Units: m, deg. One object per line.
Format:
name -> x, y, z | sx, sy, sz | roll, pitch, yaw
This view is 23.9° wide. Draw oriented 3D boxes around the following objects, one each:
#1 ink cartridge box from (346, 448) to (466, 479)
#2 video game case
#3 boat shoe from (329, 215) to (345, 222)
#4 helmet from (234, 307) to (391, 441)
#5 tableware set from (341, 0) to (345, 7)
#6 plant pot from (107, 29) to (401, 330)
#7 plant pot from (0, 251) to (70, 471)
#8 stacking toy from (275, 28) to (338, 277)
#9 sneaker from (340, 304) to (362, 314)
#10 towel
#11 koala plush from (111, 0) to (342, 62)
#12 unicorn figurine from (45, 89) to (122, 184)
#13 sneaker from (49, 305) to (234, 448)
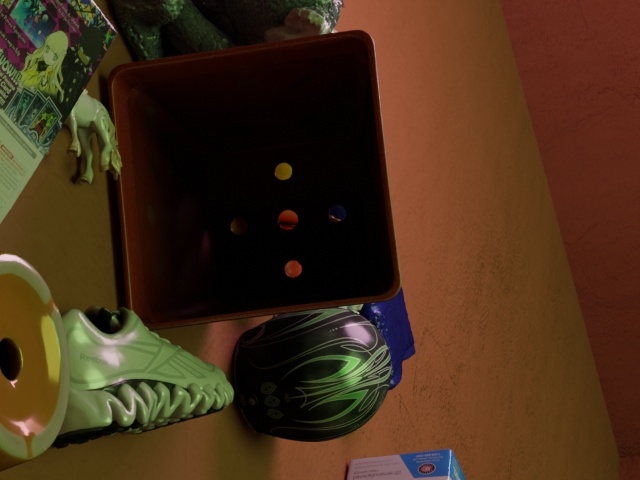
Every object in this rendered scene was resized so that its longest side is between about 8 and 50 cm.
ink cartridge box -> 0.104, 0.378, 1.947 | 0.203, 0.148, 0.086 | -79, 153, -47
video game case -> -0.268, -0.146, 1.153 | 0.210, 0.042, 0.232 | -62, 149, -18
boat shoe -> 0.000, 0.000, 1.852 | 0.064, 0.178, 0.060 | -21, 81, -32
helmet -> -0.002, 0.151, 1.729 | 0.169, 0.162, 0.169 | -9, 90, -71
tableware set -> -0.007, -0.441, 2.204 | 0.128, 0.039, 0.194 | -95, 170, -52
plant pot -> -0.052, -0.042, 1.572 | 0.236, 0.267, 0.267 | 48, 35, -78
plant pot -> -0.269, 0.084, 0.945 | 0.205, 0.188, 0.205 | -9, 90, -71
stacking toy -> -0.048, -0.094, 1.805 | 0.141, 0.141, 0.330 | 34, 56, -65
sneaker -> 0.004, 0.107, 1.942 | 0.083, 0.071, 0.190 | 17, 73, -23
towel -> 0.056, 0.043, 2.108 | 0.227, 0.076, 0.308 | -42, 121, -76
koala plush -> -0.074, -0.242, 1.619 | 0.196, 0.221, 0.203 | -72, 147, -55
unicorn figurine -> -0.226, -0.123, 1.392 | 0.162, 0.060, 0.111 | 78, 10, -67
sneaker -> -0.167, 0.116, 1.374 | 0.292, 0.110, 0.118 | 11, 61, -70
